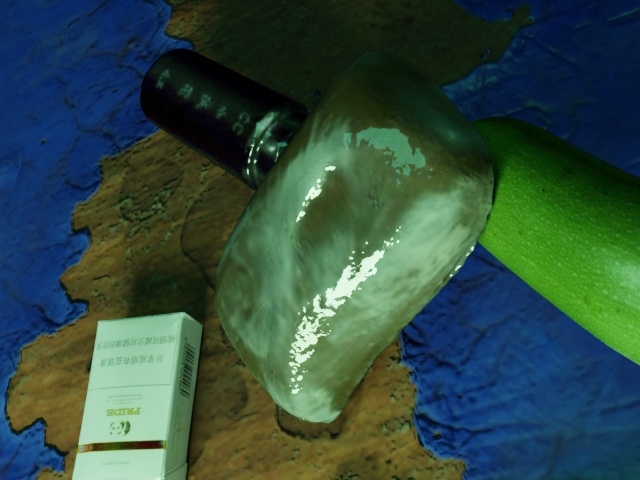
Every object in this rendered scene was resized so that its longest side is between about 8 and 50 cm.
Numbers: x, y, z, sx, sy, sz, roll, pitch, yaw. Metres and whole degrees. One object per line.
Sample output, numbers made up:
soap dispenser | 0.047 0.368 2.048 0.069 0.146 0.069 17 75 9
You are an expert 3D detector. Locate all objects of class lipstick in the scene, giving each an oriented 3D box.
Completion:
lipstick | -0.024 -0.069 0.854 0.300 0.081 0.081 31 81 29

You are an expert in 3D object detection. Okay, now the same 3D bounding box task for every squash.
squash | 0.180 0.007 0.647 0.101 0.101 0.379 -47 34 -2

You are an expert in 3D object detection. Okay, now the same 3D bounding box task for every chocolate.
chocolate | 0.000 0.001 0.736 0.157 0.080 0.254 51 122 29

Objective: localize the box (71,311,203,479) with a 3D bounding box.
box | -0.143 0.135 0.834 0.084 0.040 0.154 -6 63 21
